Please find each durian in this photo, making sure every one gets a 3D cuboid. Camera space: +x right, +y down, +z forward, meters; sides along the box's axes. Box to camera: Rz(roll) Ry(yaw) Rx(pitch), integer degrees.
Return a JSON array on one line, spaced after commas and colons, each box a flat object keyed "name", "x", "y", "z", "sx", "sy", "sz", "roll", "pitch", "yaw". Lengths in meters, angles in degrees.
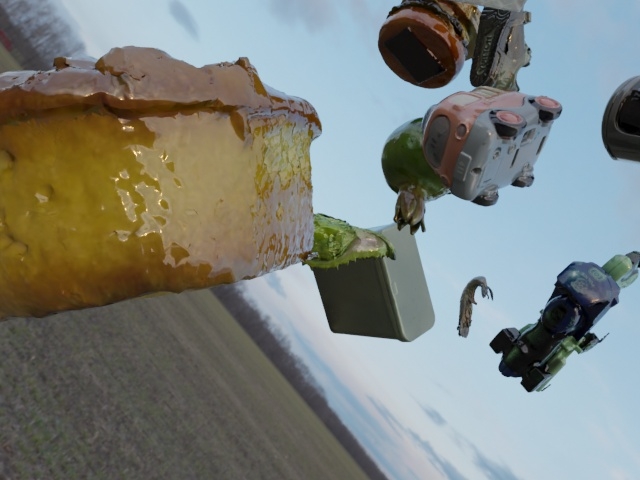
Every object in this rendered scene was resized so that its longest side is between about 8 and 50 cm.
[{"name": "durian", "x": 0.001, "y": -0.001, "z": 1.391, "sx": 0.376, "sy": 0.106, "sz": 0.132, "roll": 13, "pitch": -56, "yaw": 9}]

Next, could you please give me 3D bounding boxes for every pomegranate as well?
[{"name": "pomegranate", "x": 0.249, "y": -0.164, "z": 1.435, "sx": 0.236, "sy": 0.301, "sz": 0.236, "roll": 24, "pitch": -20, "yaw": 9}]

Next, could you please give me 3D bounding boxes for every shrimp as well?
[{"name": "shrimp", "x": 0.512, "y": 0.218, "z": 1.891, "sx": 0.046, "sy": 0.219, "sz": 0.152, "roll": 25, "pitch": -25, "yaw": -15}]

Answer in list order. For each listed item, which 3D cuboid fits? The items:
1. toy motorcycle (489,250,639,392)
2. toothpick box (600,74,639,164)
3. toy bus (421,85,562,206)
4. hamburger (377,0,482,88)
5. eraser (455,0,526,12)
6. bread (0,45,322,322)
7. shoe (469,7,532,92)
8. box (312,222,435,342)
[{"name": "toy motorcycle", "x": 0.460, "y": 0.144, "z": 1.064, "sx": 0.196, "sy": 0.331, "sz": 0.125, "roll": 4, "pitch": 40, "yaw": -42}, {"name": "toothpick box", "x": 0.825, "y": -0.244, "z": 1.261, "sx": 0.229, "sy": 0.229, "sz": 0.316, "roll": 56, "pitch": -11, "yaw": -30}, {"name": "toy bus", "x": 0.338, "y": -0.222, "z": 1.185, "sx": 0.232, "sy": 0.288, "sz": 0.194, "roll": 44, "pitch": -39, "yaw": 32}, {"name": "hamburger", "x": 0.316, "y": -0.588, "z": 1.613, "sx": 0.291, "sy": 0.225, "sz": 0.291, "roll": 33, "pitch": -15, "yaw": 10}, {"name": "eraser", "x": 0.114, "y": -0.388, "z": 0.736, "sx": 0.098, "sy": 0.404, "sz": 0.096, "roll": -62, "pitch": -141, "yaw": 46}, {"name": "bread", "x": -0.189, "y": -0.049, "z": 0.572, "sx": 0.398, "sy": 0.399, "sz": 0.215, "roll": 176, "pitch": -96, "yaw": -77}, {"name": "shoe", "x": 0.488, "y": -0.513, "z": 1.467, "sx": 0.149, "sy": 0.292, "sz": 0.109, "roll": 16, "pitch": 2, "yaw": -29}, {"name": "box", "x": 0.156, "y": 0.134, "z": 1.826, "sx": 0.344, "sy": 0.178, "sz": 0.351, "roll": -8, "pitch": -79, "yaw": 50}]
